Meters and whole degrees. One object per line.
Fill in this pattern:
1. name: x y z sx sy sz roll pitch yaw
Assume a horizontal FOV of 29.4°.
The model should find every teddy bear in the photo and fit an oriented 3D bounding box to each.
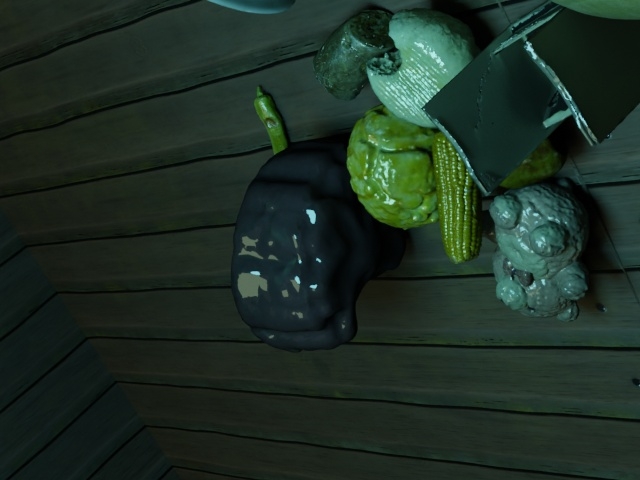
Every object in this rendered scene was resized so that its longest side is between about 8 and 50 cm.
1. teddy bear: 0.358 0.021 2.039 0.236 0.151 0.267 41 145 29

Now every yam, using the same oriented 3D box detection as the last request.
1. yam: 0.058 -0.318 2.071 0.107 0.107 0.183 48 144 -1

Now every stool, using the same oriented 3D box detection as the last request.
1. stool: 0.327 -0.228 1.704 0.170 0.270 0.243 52 146 -7

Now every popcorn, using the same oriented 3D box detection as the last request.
1. popcorn: 0.143 -0.130 2.087 0.184 0.204 0.221 -12 101 52

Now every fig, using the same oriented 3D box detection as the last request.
1. fig: 0.309 -0.151 1.937 0.154 0.144 0.165 7 157 -8

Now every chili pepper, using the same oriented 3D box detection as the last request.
1. chili pepper: -0.087 -0.205 2.401 0.049 0.043 0.208 5 130 29

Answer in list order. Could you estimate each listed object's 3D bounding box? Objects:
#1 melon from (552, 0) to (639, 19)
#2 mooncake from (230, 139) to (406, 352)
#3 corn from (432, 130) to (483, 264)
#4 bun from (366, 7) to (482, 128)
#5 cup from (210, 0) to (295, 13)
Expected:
1. melon: 0.362 -0.408 1.487 0.330 0.268 0.268 15 135 34
2. mooncake: 0.000 0.000 2.215 0.212 0.381 0.350 3 140 32
3. corn: 0.229 -0.075 2.000 0.080 0.080 0.231 6 108 45
4. bun: 0.175 -0.284 1.946 0.212 0.126 0.204 -7 122 52
5. cup: -0.160 -0.525 1.932 0.347 0.347 0.163 39 121 13
